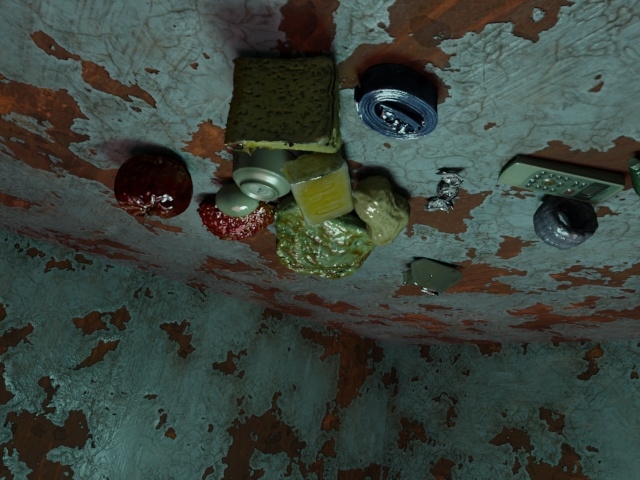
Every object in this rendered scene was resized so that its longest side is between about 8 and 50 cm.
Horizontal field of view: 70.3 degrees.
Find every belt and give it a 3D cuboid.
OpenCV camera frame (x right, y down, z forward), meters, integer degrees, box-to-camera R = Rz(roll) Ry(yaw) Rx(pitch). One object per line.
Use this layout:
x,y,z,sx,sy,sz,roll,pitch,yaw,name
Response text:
0.162,-0.287,0.965,0.190,0.082,0.141,21,152,-29,belt

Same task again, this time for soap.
0.001,-0.151,1.317,0.173,0.089,0.274,-21,157,1,soap

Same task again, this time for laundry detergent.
0.805,-0.147,1.066,0.211,0.063,0.137,22,154,-24,laundry detergent

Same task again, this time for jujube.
-0.524,-0.171,1.449,0.232,0.213,0.213,9,160,18,jujube

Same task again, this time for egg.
-0.279,-0.136,1.526,0.152,0.114,0.114,7,159,14,egg

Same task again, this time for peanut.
0.191,-0.095,1.390,0.159,0.143,0.291,-32,145,0,peanut

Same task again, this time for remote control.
0.610,-0.153,1.169,0.285,0.038,0.123,11,160,-2,remote control

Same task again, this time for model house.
0.470,0.165,1.964,0.229,0.122,0.188,16,164,-3,model house

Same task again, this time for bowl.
-0.170,-0.190,1.344,0.211,0.112,0.211,11,159,4,bowl

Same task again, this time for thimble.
0.673,-0.054,1.250,0.150,0.150,0.098,10,154,0,thimble

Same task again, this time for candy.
0.358,-0.135,1.319,0.094,0.051,0.226,12,160,4,candy

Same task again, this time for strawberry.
-0.309,-0.075,1.676,0.306,0.137,0.233,-6,153,40,strawberry

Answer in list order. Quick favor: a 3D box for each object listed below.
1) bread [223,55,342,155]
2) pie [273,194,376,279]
-0.073,-0.223,1.005,0.248,0.279,0.315,-1,146,9,bread
0.016,-0.007,1.647,0.395,0.180,0.418,14,152,-4,pie
